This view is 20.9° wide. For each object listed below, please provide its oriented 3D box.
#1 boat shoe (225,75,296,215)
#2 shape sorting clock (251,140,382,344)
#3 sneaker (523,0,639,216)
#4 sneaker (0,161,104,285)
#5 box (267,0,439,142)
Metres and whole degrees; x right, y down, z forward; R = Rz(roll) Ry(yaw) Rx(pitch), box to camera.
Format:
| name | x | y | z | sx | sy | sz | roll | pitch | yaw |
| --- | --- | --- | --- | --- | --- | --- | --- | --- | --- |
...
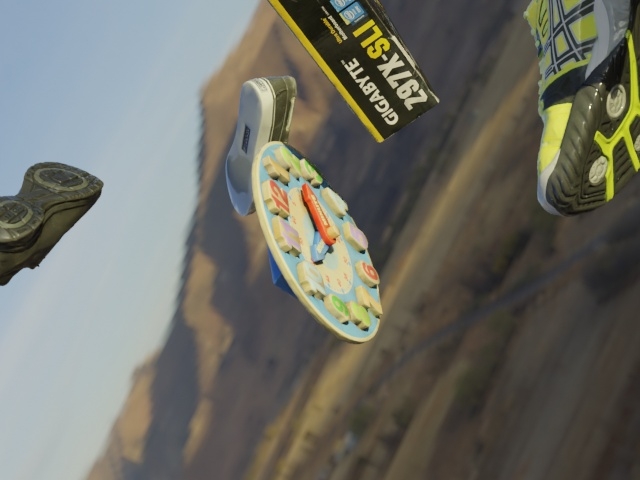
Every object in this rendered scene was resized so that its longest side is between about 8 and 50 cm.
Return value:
| name | x | y | z | sx | sy | sz | roll | pitch | yaw |
| --- | --- | --- | --- | --- | --- | --- | --- | --- | --- |
| boat shoe | -0.072 | -0.122 | 2.298 | 0.070 | 0.078 | 0.219 | -14 | -41 | -28 |
| shape sorting clock | 0.000 | 0.000 | 1.613 | 0.040 | 0.206 | 0.206 | -30 | 17 | 25 |
| sneaker | 0.306 | -0.211 | 1.976 | 0.145 | 0.147 | 0.384 | 27 | -104 | -50 |
| sneaker | -0.438 | -0.028 | 2.671 | 0.286 | 0.109 | 0.130 | -39 | -29 | -53 |
| box | -0.023 | -0.275 | 1.651 | 0.079 | 0.257 | 0.322 | -33 | 39 | 7 |
